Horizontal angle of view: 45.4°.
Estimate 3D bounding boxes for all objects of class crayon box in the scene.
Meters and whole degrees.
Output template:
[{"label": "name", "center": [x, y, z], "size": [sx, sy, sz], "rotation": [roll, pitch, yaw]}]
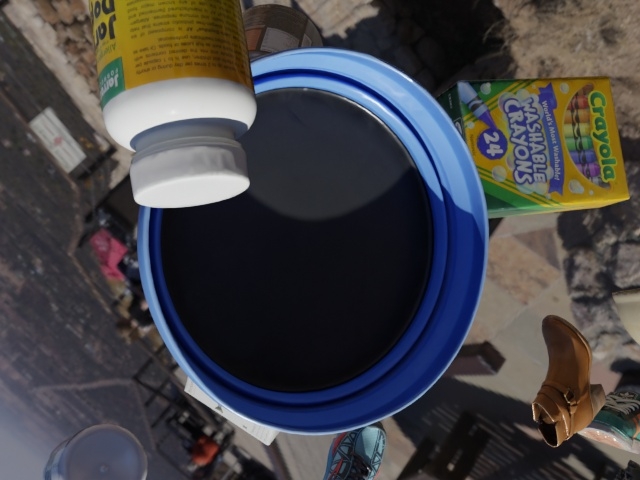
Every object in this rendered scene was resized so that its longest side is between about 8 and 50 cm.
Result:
[{"label": "crayon box", "center": [0.357, -0.149, 1.206], "size": [0.083, 0.322, 0.203], "rotation": [155, 108, -71]}]

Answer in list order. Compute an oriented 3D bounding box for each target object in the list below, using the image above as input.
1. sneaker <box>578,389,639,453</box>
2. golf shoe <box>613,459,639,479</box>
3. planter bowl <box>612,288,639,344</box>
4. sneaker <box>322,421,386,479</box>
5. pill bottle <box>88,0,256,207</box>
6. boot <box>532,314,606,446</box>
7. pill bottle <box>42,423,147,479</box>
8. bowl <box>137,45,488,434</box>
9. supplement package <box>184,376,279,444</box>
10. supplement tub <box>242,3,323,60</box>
[{"label": "sneaker", "center": [0.599, 0.355, 1.549], "size": [0.108, 0.121, 0.302], "rotation": [13, 171, 32]}, {"label": "golf shoe", "center": [0.304, 0.350, 0.711], "size": [0.120, 0.273, 0.105], "rotation": [10, 154, 12]}, {"label": "planter bowl", "center": [0.562, 0.126, 1.225], "size": [0.162, 0.162, 0.109], "rotation": [-19, 78, 61]}, {"label": "sneaker", "center": [0.053, 0.440, 1.342], "size": [0.104, 0.262, 0.125], "rotation": [31, 170, -13]}, {"label": "pill bottle", "center": [-0.112, -0.136, 0.588], "size": [0.117, 0.117, 0.209], "rotation": [-27, 70, 63]}, {"label": "boot", "center": [0.407, 0.240, 1.314], "size": [0.073, 0.152, 0.197], "rotation": [-32, 86, 56]}, {"label": "pill bottle", "center": [-0.364, 0.366, 1.203], "size": [0.130, 0.130, 0.245], "rotation": [44, 148, -7]}, {"label": "bowl", "center": [0.000, 0.000, 0.798], "size": [0.391, 0.391, 0.077], "rotation": [49, 161, -19]}, {"label": "supplement package", "center": [-0.127, 0.244, 1.317], "size": [0.179, 0.105, 0.105], "rotation": [29, 131, 13]}, {"label": "supplement tub", "center": [-0.098, -0.273, 1.338], "size": [0.193, 0.316, 0.194], "rotation": [3, 127, 4]}]
